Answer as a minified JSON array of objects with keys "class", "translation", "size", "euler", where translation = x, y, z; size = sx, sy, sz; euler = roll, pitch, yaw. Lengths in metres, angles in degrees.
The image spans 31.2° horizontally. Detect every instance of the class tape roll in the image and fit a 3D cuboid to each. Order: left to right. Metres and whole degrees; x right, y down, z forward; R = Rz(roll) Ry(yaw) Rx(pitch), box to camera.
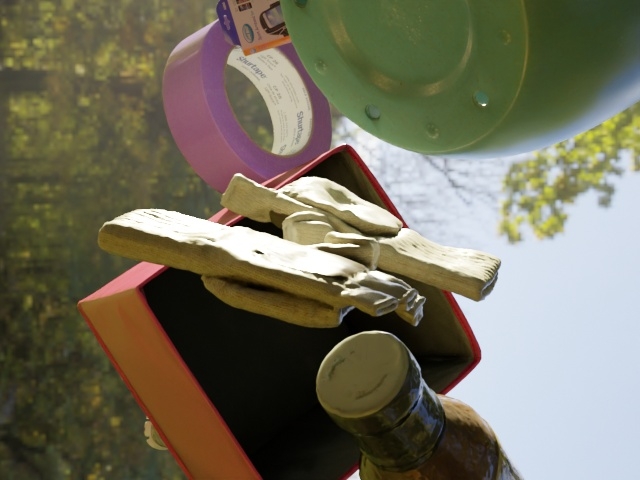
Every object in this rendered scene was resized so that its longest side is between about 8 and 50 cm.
[{"class":"tape roll","translation":[-0.106,-0.201,1.732],"size":[0.090,0.274,0.275],"euler":[-22,-113,39]}]

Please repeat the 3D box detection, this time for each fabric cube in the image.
[{"class":"fabric cube","translation":[-0.048,0.091,1.141],"size":[0.254,0.259,0.258],"euler":[57,-23,-7]}]

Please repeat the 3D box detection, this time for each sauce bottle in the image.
[{"class":"sauce bottle","translation":[0.098,0.193,0.877],"size":[0.344,0.111,0.111],"euler":[54,14,-44]}]

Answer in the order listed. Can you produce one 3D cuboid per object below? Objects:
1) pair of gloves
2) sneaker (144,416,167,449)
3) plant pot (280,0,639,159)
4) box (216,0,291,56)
[{"class":"pair of gloves","translation":[0.000,0.000,0.755],"size":[0.240,0.204,0.042],"euler":[-17,124,-61]},{"class":"sneaker","translation":[-0.164,0.177,1.389],"size":[0.074,0.063,0.171],"euler":[9,-97,59]},{"class":"plant pot","translation":[0.113,-0.188,0.750],"size":[0.293,0.235,0.293],"euler":[24,-47,29]},{"class":"box","translation":[-0.055,-0.277,1.384],"size":[0.028,0.136,0.081],"euler":[63,10,-79]}]
